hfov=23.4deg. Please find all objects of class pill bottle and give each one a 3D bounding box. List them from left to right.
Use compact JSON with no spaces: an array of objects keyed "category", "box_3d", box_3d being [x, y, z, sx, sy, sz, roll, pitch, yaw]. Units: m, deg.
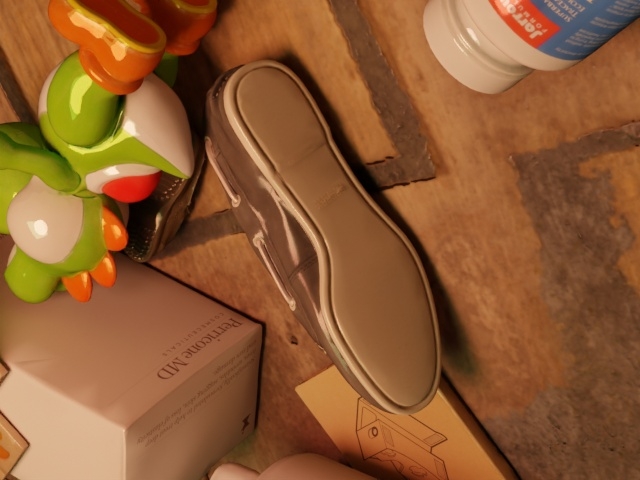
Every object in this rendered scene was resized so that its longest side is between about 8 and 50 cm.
[{"category":"pill bottle","box_3d":[0.173,-0.194,1.073,0.124,0.124,0.221,52,135,1]}]

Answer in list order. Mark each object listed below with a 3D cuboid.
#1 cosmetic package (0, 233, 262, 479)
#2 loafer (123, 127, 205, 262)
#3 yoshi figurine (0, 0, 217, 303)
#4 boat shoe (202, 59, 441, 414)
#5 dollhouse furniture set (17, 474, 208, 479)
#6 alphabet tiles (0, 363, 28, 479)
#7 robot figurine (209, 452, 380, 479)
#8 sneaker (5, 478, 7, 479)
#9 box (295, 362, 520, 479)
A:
[{"category":"cosmetic package","box_3d":[-0.272,0.112,1.559,0.385,0.217,0.156,23,128,25]},{"category":"loafer","box_3d":[-0.148,-0.048,1.478,0.056,0.050,0.148,36,117,15]},{"category":"yoshi figurine","box_3d":[-0.240,-0.103,1.406,0.203,0.203,0.362,-104,33,-43]},{"category":"boat shoe","box_3d":[0.000,0.000,1.355,0.335,0.112,0.095,63,152,-2]},{"category":"dollhouse furniture set","box_3d":[-0.267,0.267,1.683,0.242,0.161,0.212,5,118,37]},{"category":"alphabet tiles","box_3d":[-0.422,0.151,1.551,0.285,0.011,0.342,47,136,7]},{"category":"robot figurine","box_3d":[0.040,0.321,1.411,0.353,0.199,0.300,18,166,32]},{"category":"sneaker","box_3d":[-0.487,0.239,1.893,0.118,0.110,0.292,-4,112,50]},{"category":"box","box_3d":[0.083,0.189,1.453,0.201,0.021,0.164,53,136,-1]}]
